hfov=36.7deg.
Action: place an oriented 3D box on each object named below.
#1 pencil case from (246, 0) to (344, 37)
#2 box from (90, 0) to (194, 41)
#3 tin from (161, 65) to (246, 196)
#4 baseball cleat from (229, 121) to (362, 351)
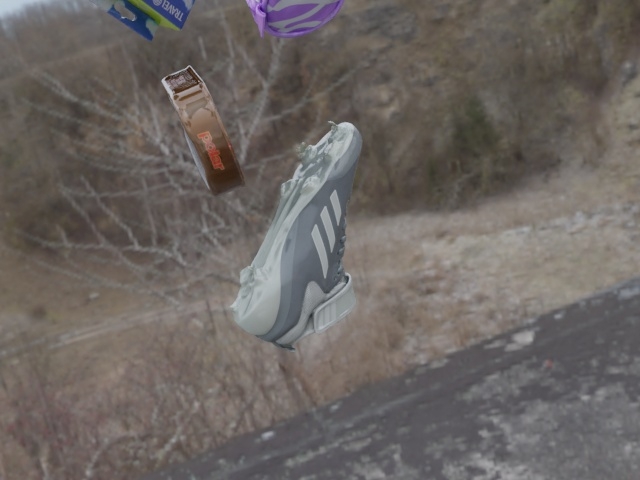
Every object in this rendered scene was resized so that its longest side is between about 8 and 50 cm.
[{"bbox_3d":[-0.061,-0.248,0.770,0.088,0.086,0.206,-23,56,-24],"label":"pencil case"},{"bbox_3d":[-0.167,-0.312,1.033,0.042,0.178,0.109,21,-5,36],"label":"box"},{"bbox_3d":[-0.112,-0.103,0.910,0.040,0.106,0.190,-27,22,-5],"label":"tin"},{"bbox_3d":[0.000,0.000,0.868,0.109,0.206,0.072,30,0,-25],"label":"baseball cleat"}]
